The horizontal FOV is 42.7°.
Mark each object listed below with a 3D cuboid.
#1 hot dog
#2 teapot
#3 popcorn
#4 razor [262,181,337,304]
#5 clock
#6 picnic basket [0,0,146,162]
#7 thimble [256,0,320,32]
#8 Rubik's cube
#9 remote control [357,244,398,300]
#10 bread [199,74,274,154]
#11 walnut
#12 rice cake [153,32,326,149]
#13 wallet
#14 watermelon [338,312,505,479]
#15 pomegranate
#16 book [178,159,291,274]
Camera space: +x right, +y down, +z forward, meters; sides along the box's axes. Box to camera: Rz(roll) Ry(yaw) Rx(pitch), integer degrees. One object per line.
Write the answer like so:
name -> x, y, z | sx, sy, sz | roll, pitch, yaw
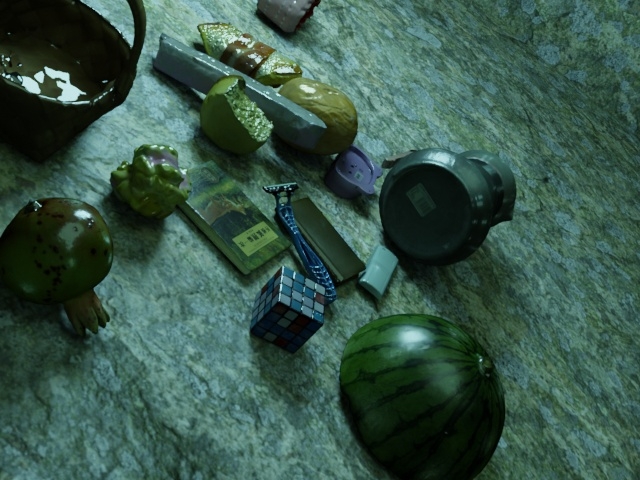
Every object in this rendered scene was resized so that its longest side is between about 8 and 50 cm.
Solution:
hot dog -> -0.163, -0.399, 1.840 | 0.261, 0.093, 0.123 | 34, 41, 13
teapot -> 0.280, -0.103, 1.851 | 0.300, 0.253, 0.344 | 38, 25, 17
popcorn -> -0.279, -0.101, 1.377 | 0.126, 0.126, 0.145 | 35, 5, -36
razor -> -0.032, 0.006, 1.553 | 0.082, 0.042, 0.253 | -13, 70, -40
clock -> 0.074, -0.146, 1.835 | 0.110, 0.050, 0.152 | 38, 35, -7
picnic basket -> -0.422, -0.341, 1.320 | 0.293, 0.337, 0.337 | 35, 35, -12
thimble -> -0.071, -0.635, 2.120 | 0.125, 0.163, 0.189 | 38, 34, -5
Rubik's cube -> -0.054, 0.117, 1.387 | 0.092, 0.092, 0.092 | 28, 37, -19
remote control -> 0.122, 0.062, 1.678 | 0.061, 0.029, 0.162 | 41, 34, -6
bread -> -0.178, -0.243, 1.627 | 0.156, 0.125, 0.086 | 56, 34, -29
walnut -> -0.013, -0.267, 1.786 | 0.197, 0.165, 0.165 | 11, 45, -26
rice cake -> -0.173, -0.304, 1.684 | 0.399, 0.070, 0.064 | 29, 26, 3
wallet -> 0.000, 0.000, 1.622 | 0.198, 0.031, 0.110 | 51, 35, 13
watermelon -> 0.201, 0.251, 1.427 | 0.331, 0.189, 0.330 | 27, 32, -18
pomegranate -> -0.355, 0.035, 1.137 | 0.159, 0.159, 0.205 | -40, 112, -56
book -> -0.170, -0.046, 1.510 | 0.228, 0.024, 0.160 | 46, 32, 6
